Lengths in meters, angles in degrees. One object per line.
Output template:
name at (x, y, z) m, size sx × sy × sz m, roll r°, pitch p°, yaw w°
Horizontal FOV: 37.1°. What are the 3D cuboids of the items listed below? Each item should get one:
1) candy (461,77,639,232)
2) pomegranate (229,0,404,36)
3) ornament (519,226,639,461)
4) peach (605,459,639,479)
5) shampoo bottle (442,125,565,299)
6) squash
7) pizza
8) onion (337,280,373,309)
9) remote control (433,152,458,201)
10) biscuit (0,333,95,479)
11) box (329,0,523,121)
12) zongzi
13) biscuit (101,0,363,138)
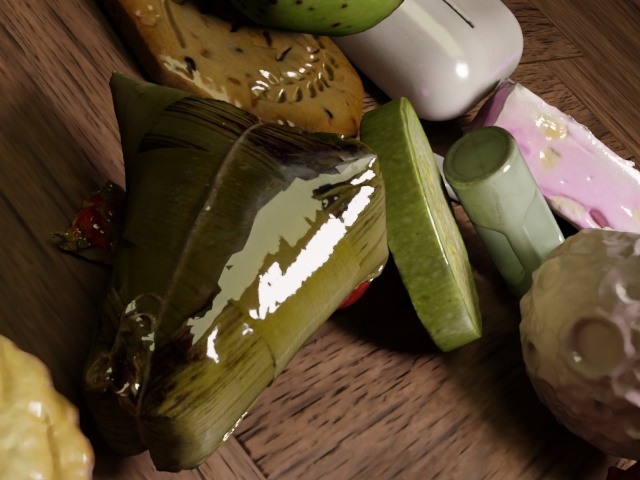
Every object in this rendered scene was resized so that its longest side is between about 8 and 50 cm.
candy at (0.324, -0.101, 1.278) m, size 0.265 × 0.116 × 0.155 m, roll 36°, pitch 13°, yaw -8°
pomegranate at (0.010, -0.399, 1.048) m, size 0.284 × 0.341 × 0.285 m, roll 23°, pitch 35°, yaw -17°
ornament at (0.328, 0.105, 0.957) m, size 0.259 × 0.225 × 0.259 m, roll 7°, pitch 5°, yaw -1°
peach at (0.419, 0.289, 0.739) m, size 0.405 × 0.335 × 0.310 m, roll 18°, pitch 34°, yaw -30°
shampoo bottle at (0.228, -0.010, 1.090) m, size 0.234 × 0.087 × 0.118 m, roll 56°, pitch 15°, yaw -27°
squash at (0.106, -0.017, 0.941) m, size 0.252 × 0.048 × 0.252 m, roll -20°, pitch 90°, yaw -76°
pizza at (-0.155, -0.003, 0.777) m, size 0.099 × 0.029 × 0.100 m, roll 38°, pitch 33°, yaw -7°
onion at (0.000, 0.000, 0.853) m, size 0.131 × 0.131 × 0.131 m, roll 27°, pitch 35°, yaw -21°
remote control at (0.205, -0.065, 1.226) m, size 0.260 × 0.029 × 0.067 m, roll 22°, pitch 36°, yaw -28°
biscuit at (-0.198, 0.122, 0.556) m, size 0.183 × 0.061 × 0.118 m, roll 53°, pitch 32°, yaw 14°
box at (0.142, -0.312, 1.353) m, size 0.288 × 0.141 × 0.349 m, roll 45°, pitch 32°, yaw 3°
zongzi at (-0.131, -0.002, 0.715) m, size 0.300 × 0.145 × 0.274 m, roll 28°, pitch 53°, yaw 21°
biscuit at (-0.092, -0.235, 1.109) m, size 0.359 × 0.046 × 0.359 m, roll 27°, pitch 36°, yaw -22°
